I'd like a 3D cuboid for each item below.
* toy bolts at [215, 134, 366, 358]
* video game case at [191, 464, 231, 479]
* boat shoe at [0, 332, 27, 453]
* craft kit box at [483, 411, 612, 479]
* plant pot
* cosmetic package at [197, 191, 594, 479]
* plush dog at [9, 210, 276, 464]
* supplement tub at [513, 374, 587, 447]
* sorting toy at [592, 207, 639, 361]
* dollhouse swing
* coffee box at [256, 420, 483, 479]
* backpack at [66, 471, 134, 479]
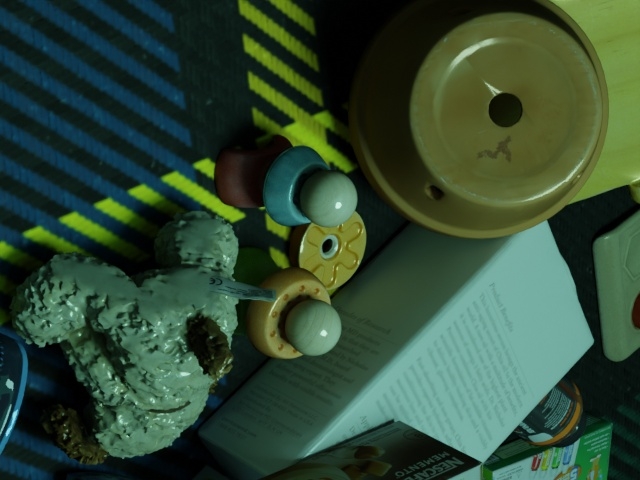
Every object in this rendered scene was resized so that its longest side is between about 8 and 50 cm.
[{"bbox_3d":[0.000,0.000,1.683,0.218,0.158,0.228,-24,121,-34],"label":"toy bolts"},{"bbox_3d":[-0.141,0.433,1.790,0.244,0.061,0.269,-45,131,-19],"label":"video game case"},{"bbox_3d":[-0.365,0.201,1.468,0.089,0.109,0.258,31,82,-41],"label":"boat shoe"},{"bbox_3d":[0.300,0.388,2.180,0.250,0.061,0.246,-15,118,-38],"label":"craft kit box"},{"bbox_3d":[0.182,-0.140,1.669,0.291,0.203,0.291,0,94,-4],"label":"plant pot"},{"bbox_3d":[0.099,0.168,1.834,0.453,0.161,0.230,-43,129,-21],"label":"cosmetic package"},{"bbox_3d":[-0.167,0.125,1.581,0.262,0.210,0.225,-22,143,-35],"label":"plush dog"},{"bbox_3d":[0.276,0.205,2.050,0.198,0.106,0.106,39,79,-43],"label":"supplement tub"},{"bbox_3d":[0.474,-0.002,2.195,0.229,0.041,0.307,-30,124,-31],"label":"sorting toy"},{"bbox_3d":[0.315,-0.241,1.949,0.315,0.305,0.347,-81,155,-52],"label":"dollhouse swing"},{"bbox_3d":[0.034,0.288,1.614,0.246,0.141,0.098,-17,116,-33],"label":"coffee box"},{"bbox_3d":[-0.221,0.290,1.624,0.105,0.114,0.084,13,97,-43],"label":"backpack"}]
